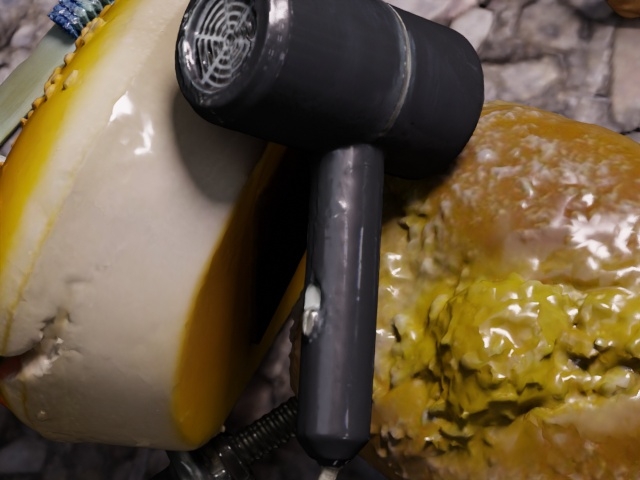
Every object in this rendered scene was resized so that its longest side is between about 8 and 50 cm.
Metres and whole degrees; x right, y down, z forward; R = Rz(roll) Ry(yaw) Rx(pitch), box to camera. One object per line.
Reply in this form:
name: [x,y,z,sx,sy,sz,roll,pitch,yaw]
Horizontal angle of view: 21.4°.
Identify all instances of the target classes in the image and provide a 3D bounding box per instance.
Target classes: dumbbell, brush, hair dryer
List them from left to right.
brush: [-0.168,-0.119,1.055,0.033,0.030,0.178,40,86,21]
dumbbell: [-0.109,0.151,0.871,0.254,0.110,0.110,-34,59,-1]
hair dryer: [0.000,0.000,0.702,0.071,0.124,0.219,-8,76,48]

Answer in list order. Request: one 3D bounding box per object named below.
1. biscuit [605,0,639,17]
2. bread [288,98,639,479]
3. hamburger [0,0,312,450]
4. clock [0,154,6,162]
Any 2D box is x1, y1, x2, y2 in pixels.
biscuit: [0.248,-0.168,0.828,0.250,0.160,0.030,5,54,26]
bread: [0.097,0.046,0.783,0.195,0.176,0.246,-48,57,-7]
hamburger: [-0.079,-0.030,0.842,0.151,0.227,0.295,22,36,10]
clock: [-0.246,0.027,0.994,0.166,0.093,0.162,-7,56,22]
